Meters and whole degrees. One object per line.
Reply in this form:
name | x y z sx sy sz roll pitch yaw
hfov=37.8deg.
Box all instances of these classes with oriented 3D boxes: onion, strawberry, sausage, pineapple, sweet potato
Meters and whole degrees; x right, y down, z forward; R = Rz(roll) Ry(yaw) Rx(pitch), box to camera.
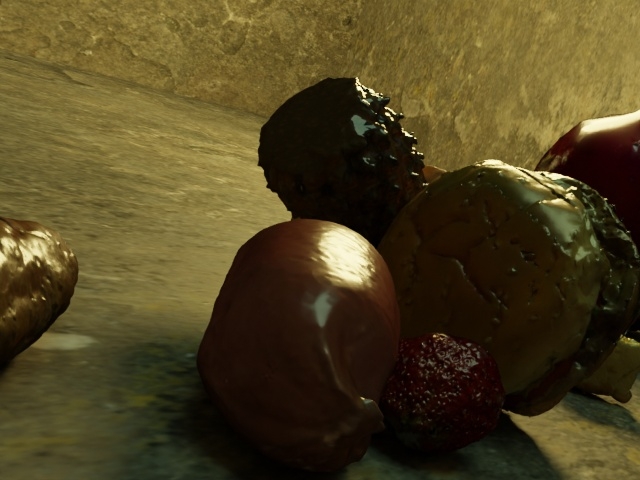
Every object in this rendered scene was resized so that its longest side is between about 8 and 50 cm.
onion | 0.491 0.029 1.471 0.398 0.398 0.420 21 53 6
strawberry | 0.088 0.120 0.704 0.106 0.106 0.106 19 10 -4
sausage | -0.012 0.062 0.661 0.148 0.148 0.254 20 12 1
pineapple | 0.074 -0.010 1.019 0.165 0.165 0.364 31 -15 46
sweet potato | -0.212 0.027 0.605 0.097 0.097 0.252 19 6 -4

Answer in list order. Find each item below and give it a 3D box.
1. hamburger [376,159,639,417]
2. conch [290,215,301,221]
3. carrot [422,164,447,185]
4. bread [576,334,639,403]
hamburger | 0.163 0.039 0.861 0.163 0.244 0.244 24 6 -37
conch | -0.004 0.002 1.159 0.109 0.093 0.330 54 32 -7
carrot | 0.201 0.009 1.254 0.258 0.100 0.307 41 -6 -30
bread | 0.310 0.128 1.077 0.109 0.084 0.080 17 13 -15
